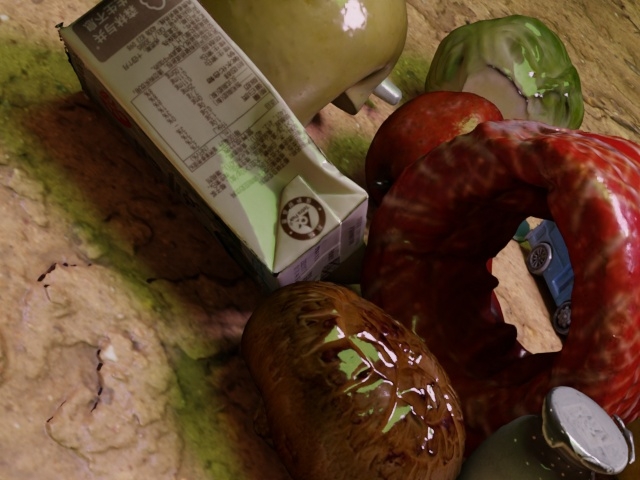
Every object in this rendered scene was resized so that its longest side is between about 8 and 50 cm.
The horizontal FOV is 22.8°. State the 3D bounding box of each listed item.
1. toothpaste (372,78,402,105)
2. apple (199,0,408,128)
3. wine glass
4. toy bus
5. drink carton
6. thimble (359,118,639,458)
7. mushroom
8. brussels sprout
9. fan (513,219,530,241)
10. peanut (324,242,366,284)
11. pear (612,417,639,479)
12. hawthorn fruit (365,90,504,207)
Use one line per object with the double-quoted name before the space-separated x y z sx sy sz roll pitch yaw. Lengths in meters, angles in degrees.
"toothpaste" -0.052 -0.296 2.066 0.392 0.061 0.099 35 28 -9
"apple" -0.031 -0.274 1.869 0.258 0.233 0.295 53 28 9
"wine glass" 0.187 0.230 1.477 0.111 0.204 0.111 31 31 -21
"toy bus" 0.365 0.056 2.038 0.116 0.133 0.234 24 33 -34
"drink carton" -0.100 -0.101 1.562 0.324 0.132 0.194 49 -8 9
"thimble" 0.215 0.048 1.641 0.230 0.350 0.350 -4 53 -54
"mushroom" 0.031 0.147 1.457 0.253 0.153 0.253 42 21 -21
"brussels sprout" 0.254 -0.199 2.189 0.244 0.244 0.244 32 29 -21
"fan" 0.228 -0.037 2.126 0.113 0.005 0.175 49 26 10
"peanut" 0.000 0.000 1.702 0.152 0.076 0.076 30 30 -18
"pear" 0.453 0.213 1.769 0.304 0.304 0.304 32 29 -21
"hawthorn fruit" 0.133 -0.085 1.906 0.202 0.185 0.185 -22 67 -42
